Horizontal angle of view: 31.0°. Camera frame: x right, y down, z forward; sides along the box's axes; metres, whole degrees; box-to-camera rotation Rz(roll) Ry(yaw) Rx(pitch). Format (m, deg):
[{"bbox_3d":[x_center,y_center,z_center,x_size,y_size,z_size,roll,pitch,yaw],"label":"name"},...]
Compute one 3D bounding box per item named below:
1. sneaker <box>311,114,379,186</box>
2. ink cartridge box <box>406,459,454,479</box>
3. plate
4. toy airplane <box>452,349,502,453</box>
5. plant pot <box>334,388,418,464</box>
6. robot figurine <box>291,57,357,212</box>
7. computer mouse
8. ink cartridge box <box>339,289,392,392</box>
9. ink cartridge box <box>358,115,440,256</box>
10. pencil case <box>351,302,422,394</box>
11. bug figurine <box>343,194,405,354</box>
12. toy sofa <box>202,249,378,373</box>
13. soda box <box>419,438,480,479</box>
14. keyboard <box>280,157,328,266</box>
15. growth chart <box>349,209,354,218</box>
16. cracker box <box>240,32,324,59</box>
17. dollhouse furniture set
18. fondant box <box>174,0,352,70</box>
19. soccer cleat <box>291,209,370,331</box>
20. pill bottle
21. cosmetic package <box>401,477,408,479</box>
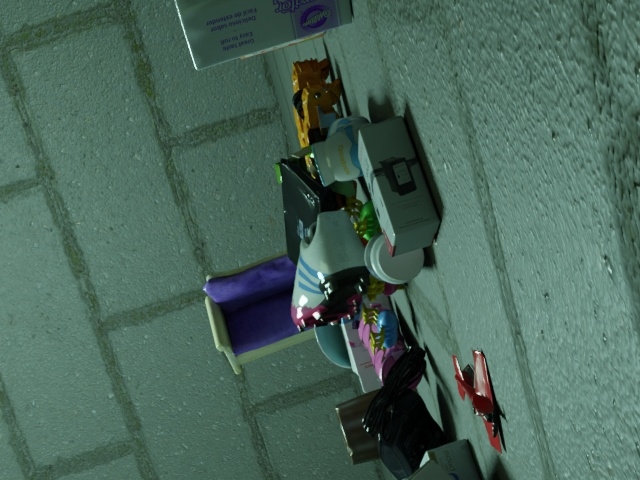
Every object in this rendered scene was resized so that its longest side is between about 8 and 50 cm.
[{"bbox_3d":[0.058,-0.135,1.692,0.229,0.092,0.087,-58,-48,-68],"label":"sneaker"},{"bbox_3d":[0.183,0.447,1.660,0.197,0.114,0.273,45,166,19],"label":"ink cartridge box"},{"bbox_3d":[0.058,0.166,2.349,0.024,0.188,0.188,-6,102,54],"label":"plate"},{"bbox_3d":[0.197,0.193,1.462,0.151,0.028,0.151,165,90,-86],"label":"toy airplane"},{"bbox_3d":[0.124,0.371,2.331,0.167,0.165,0.167,162,90,-87],"label":"plant pot"},{"bbox_3d":[0.007,-0.175,2.123,0.211,0.085,0.291,-111,10,-58],"label":"robot figurine"},{"bbox_3d":[0.143,0.323,1.983,0.072,0.188,0.272,9,138,37],"label":"computer mouse"},{"bbox_3d":[0.103,0.200,2.303,0.061,0.104,0.181,-163,56,-80],"label":"ink cartridge box"},{"bbox_3d":[0.098,-0.069,1.489,0.109,0.063,0.151,85,167,-74],"label":"ink cartridge box"},{"bbox_3d":[0.126,0.198,2.138,0.209,0.095,0.098,-120,29,-66],"label":"pencil case"},{"bbox_3d":[0.096,0.049,2.018,0.216,0.072,0.279,89,170,-53],"label":"bug figurine"},{"bbox_3d":[-0.059,0.127,2.459,0.177,0.362,0.150,69,-179,-47],"label":"toy sofa"},{"bbox_3d":[0.206,0.377,1.859,0.216,0.069,0.074,86,167,-72],"label":"soda box"},{"bbox_3d":[0.000,0.000,2.049,0.201,0.033,0.317,47,159,27],"label":"keyboard"},{"bbox_3d":[0.039,-0.142,2.437,0.237,0.021,0.172,83,168,-74],"label":"growth chart"},{"bbox_3d":[-0.069,-0.375,1.921,0.232,0.155,0.067,139,115,-86],"label":"cracker box"},{"bbox_3d":[-0.011,-0.117,2.004,0.151,0.058,0.076,20,128,48],"label":"dollhouse furniture set"},{"bbox_3d":[-0.098,-0.407,1.542,0.330,0.238,0.096,78,173,-52],"label":"fondant box"},{"bbox_3d":[0.014,0.050,1.923,0.331,0.116,0.143,120,138,-67],"label":"soccer cleat"},{"bbox_3d":[0.107,0.023,1.659,0.137,0.078,0.078,179,74,-87],"label":"pill bottle"},{"bbox_3d":[0.192,0.515,1.918,0.231,0.085,0.117,56,170,-19],"label":"cosmetic package"}]
